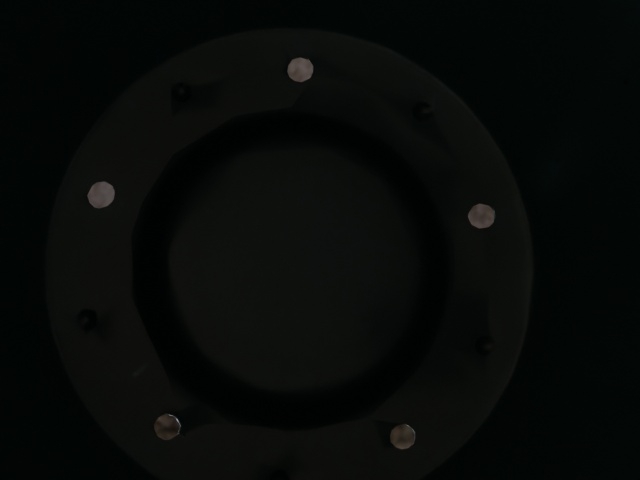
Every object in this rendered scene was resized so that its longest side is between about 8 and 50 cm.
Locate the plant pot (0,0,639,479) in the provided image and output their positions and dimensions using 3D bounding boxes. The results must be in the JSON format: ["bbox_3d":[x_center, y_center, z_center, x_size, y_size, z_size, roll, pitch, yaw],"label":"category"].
[{"bbox_3d":[0.000,0.000,0.321,0.293,0.293,0.235,37,171,-1],"label":"plant pot"}]
